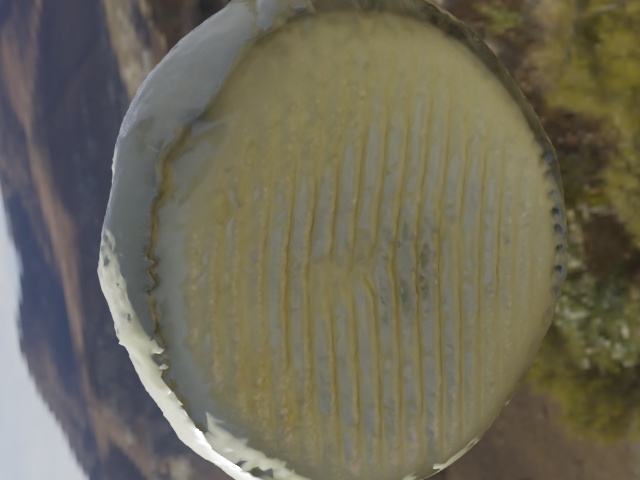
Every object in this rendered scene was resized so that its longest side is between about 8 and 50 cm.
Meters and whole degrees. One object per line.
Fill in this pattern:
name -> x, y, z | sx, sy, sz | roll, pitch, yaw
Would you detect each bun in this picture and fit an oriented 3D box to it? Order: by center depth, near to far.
bun -> 0.000, 0.000, 0.861 | 0.146, 0.287, 0.287 | 13, 113, 61
